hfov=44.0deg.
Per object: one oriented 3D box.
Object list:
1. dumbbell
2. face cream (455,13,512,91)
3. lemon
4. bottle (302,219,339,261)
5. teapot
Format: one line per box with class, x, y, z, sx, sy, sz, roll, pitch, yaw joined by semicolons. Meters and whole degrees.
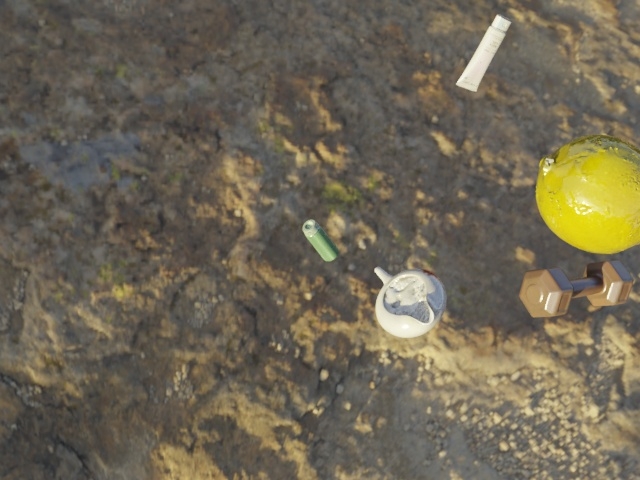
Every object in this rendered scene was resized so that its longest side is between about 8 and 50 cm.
dumbbell;0.450;0.083;1.393;0.230;0.092;0.082;-4;23;-35
face cream;0.234;-0.266;1.131;0.038;0.115;0.020;13;30;-27
lemon;0.415;-0.065;1.169;0.206;0.173;0.173;40;57;3
bottle;0.000;0.000;1.292;0.030;0.083;0.030;-18;46;20
teapot;0.172;0.119;1.543;0.145;0.092;0.226;-43;38;-5
